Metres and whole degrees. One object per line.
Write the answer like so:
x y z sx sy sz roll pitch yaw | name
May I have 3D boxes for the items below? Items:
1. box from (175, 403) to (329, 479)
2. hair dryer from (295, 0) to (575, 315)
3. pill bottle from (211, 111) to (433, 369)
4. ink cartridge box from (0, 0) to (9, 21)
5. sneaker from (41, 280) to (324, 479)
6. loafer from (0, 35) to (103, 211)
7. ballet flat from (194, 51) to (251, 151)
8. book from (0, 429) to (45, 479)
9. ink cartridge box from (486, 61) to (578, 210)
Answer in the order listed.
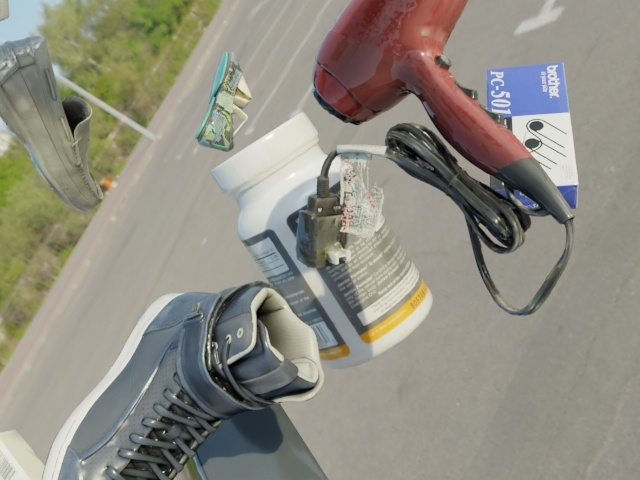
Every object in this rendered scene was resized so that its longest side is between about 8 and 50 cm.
-0.058 0.265 0.692 0.261 0.103 0.184 -138 46 -59 | box
0.090 -0.105 0.559 0.223 0.080 0.294 8 98 33 | hair dryer
0.000 0.000 0.910 0.162 0.279 0.162 -31 8 5 | pill bottle
-0.299 -0.186 0.518 0.143 0.089 0.092 -51 -18 -49 | ink cartridge box
-0.091 0.123 0.522 0.163 0.086 0.226 -10 47 41 | sneaker
-0.381 -0.159 1.121 0.111 0.319 0.112 -29 58 -10 | loafer
-0.134 -0.199 1.116 0.070 0.070 0.188 -39 32 46 | ballet flat
-0.247 0.230 0.574 0.144 0.096 0.035 -54 -24 12 | book
0.250 -0.127 0.920 0.097 0.046 0.207 -3 51 14 | ink cartridge box
